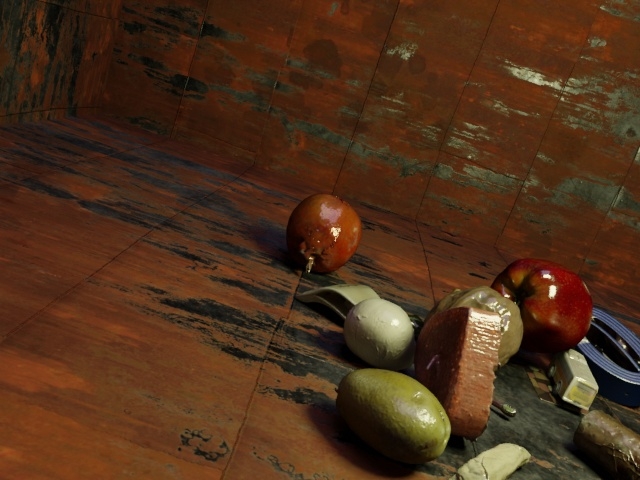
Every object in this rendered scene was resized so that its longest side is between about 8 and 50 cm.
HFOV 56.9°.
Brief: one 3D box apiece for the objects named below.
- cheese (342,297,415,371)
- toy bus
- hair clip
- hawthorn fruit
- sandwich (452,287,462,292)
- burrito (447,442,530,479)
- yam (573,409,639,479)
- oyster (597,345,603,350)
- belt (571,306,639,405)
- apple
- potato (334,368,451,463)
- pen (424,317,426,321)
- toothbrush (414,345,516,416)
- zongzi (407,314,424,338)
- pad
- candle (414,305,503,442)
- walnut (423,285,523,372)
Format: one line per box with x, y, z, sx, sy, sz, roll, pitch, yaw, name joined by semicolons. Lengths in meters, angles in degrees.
0.147;0.238;1.521;0.198;0.189;0.154;27;49;31;cheese
0.737;0.399;1.732;0.092;0.106;0.268;25;15;9;toy bus
0.085;0.180;1.737;0.173;0.113;0.282;2;22;-46;hair clip
0.000;0.000;2.033;0.276;0.276;0.307;19;39;1;hawthorn fruit
0.545;0.268;2.000;0.251;0.087;0.226;23;17;14;sandwich
0.353;0.463;1.196;0.082;0.059;0.275;13;9;41;burrito
0.724;0.511;1.340;0.131;0.131;0.280;7;19;-35;yam
0.964;0.358;2.145;0.351;0.114;0.238;13;9;-34;oyster
0.906;0.363;1.886;0.213;0.117;0.347;-15;42;-17;belt
0.666;0.193;1.793;0.317;0.288;0.288;22;10;-42;apple
0.138;0.343;1.186;0.251;0.159;0.174;18;-10;31;potato
0.401;0.306;1.824;0.028;0.028;0.239;7;20;-34;pen
0.349;0.361;1.564;0.364;0.040;0.041;29;19;34;toothbrush
0.275;0.270;1.770;0.109;0.055;0.119;5;31;-32;zongzi
0.700;0.439;1.762;0.158;0.003;0.235;19;16;1;pad
0.308;0.274;1.351;0.132;0.287;0.317;16;32;-10;candle
0.421;0.251;1.643;0.273;0.273;0.227;25;-25;21;walnut
